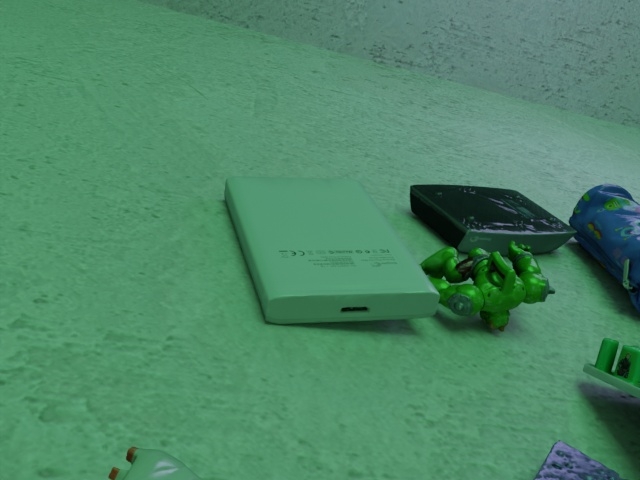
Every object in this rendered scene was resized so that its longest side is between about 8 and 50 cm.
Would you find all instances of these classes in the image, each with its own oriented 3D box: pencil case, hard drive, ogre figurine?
[{"bbox_3d":[0.503,0.017,1.201,0.133,0.120,0.306,3,27,-7],"label":"pencil case"},{"bbox_3d":[0.000,0.000,0.956,0.202,0.040,0.308,0,29,-17],"label":"hard drive"},{"bbox_3d":[0.280,-0.035,1.231,0.254,0.054,0.172,0,30,-35],"label":"hard drive"},{"bbox_3d":[0.206,0.052,0.954,0.196,0.097,0.118,11,19,-25],"label":"ogre figurine"}]

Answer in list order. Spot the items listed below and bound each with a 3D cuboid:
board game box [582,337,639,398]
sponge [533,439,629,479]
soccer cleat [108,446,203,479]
[{"bbox_3d":[0.525,0.197,0.727,0.389,0.050,0.390,16,2,-10],"label":"board game box"},{"bbox_3d":[0.218,0.252,0.622,0.117,0.031,0.210,30,26,23],"label":"sponge"},{"bbox_3d":[-0.123,0.199,0.463,0.076,0.068,0.196,23,22,5],"label":"soccer cleat"}]
